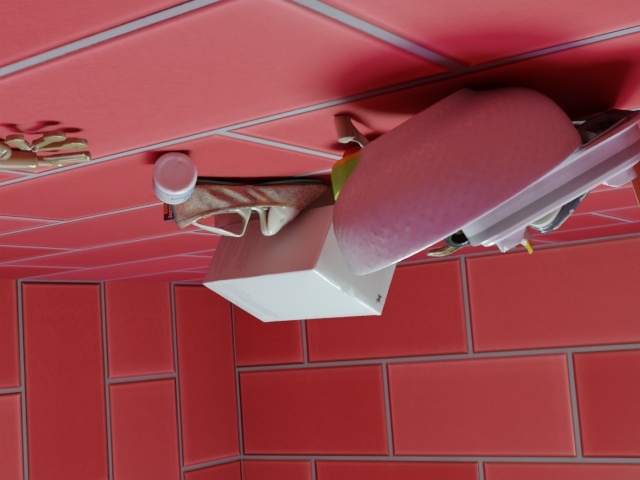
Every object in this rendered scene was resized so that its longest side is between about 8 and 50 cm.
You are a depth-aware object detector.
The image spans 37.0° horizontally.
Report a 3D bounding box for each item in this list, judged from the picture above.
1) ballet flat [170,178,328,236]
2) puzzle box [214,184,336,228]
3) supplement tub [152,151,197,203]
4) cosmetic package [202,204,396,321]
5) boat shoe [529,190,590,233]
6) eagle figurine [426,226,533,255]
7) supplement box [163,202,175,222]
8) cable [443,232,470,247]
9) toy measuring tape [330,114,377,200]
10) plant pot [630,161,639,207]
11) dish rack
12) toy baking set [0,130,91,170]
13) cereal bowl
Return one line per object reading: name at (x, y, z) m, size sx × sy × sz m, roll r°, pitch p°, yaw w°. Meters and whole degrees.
ballet flat at (-0.132, -0.060, 1.805) m, size 0.316 × 0.106 × 0.107 m, roll -2°, pitch 174°, yaw -21°
puzzle box at (0.008, -0.067, 2.080) m, size 0.409 × 0.052 × 0.272 m, roll -8°, pitch 172°, yaw 32°
supplement tub at (-0.236, -0.100, 1.544) m, size 0.071 × 0.071 × 0.107 m, roll -3°, pitch 174°, yaw -9°
cosmetic package at (-0.045, 0.056, 1.935) m, size 0.365 × 0.155 × 0.197 m, roll -9°, pitch 143°, yaw 47°
boat shoe at (0.392, -0.098, 1.490) m, size 0.075 × 0.206 × 0.065 m, roll 36°, pitch 176°, yaw 36°
eagle figurine at (0.351, -0.081, 1.784) m, size 0.226 × 0.225 × 0.298 m, roll -47°, pitch 164°, yaw -34°
supplement box at (-0.267, -0.068, 1.886) m, size 0.083 × 0.055 × 0.043 m, roll -10°, pitch 170°, yaw 38°
cable at (0.242, -0.086, 1.639) m, size 0.139 × 0.072 × 0.287 m, roll -17°, pitch 150°, yaw 12°
toy measuring tape at (0.051, -0.110, 1.494) m, size 0.121 × 0.121 × 0.330 m, roll -6°, pitch 165°, yaw 21°
plant pot at (0.767, -0.062, 1.790) m, size 0.236 × 0.267 × 0.267 m, roll -24°, pitch 163°, yaw 36°
dish rack at (0.314, -0.081, 1.324) m, size 0.285 × 0.072 × 0.333 m, roll -32°, pitch -176°, yaw 12°
toy baking set at (-0.441, -0.132, 1.327) m, size 0.256 × 0.030 × 0.197 m, roll -2°, pitch 170°, yaw -24°
cereal bowl at (0.155, -0.099, 1.236) m, size 0.339 × 0.141 × 0.339 m, roll -30°, pitch -178°, yaw 1°
